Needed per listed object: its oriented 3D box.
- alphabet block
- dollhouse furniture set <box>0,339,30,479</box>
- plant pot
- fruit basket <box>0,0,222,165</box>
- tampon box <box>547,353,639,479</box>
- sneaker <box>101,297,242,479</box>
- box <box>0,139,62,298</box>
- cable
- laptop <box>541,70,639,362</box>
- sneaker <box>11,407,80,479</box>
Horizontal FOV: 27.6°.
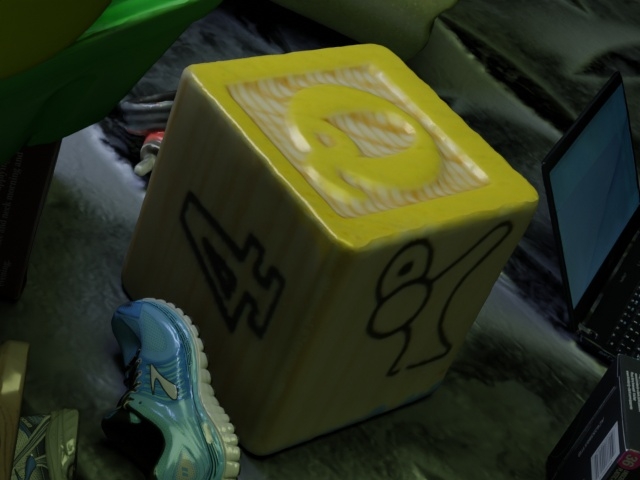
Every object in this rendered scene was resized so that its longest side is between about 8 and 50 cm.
[{"bbox_3d":[0.000,0.000,0.917,0.192,0.197,0.193,-15,50,-41],"label":"alphabet block"},{"bbox_3d":[-0.299,0.072,0.462,0.362,0.256,0.394,9,10,-10],"label":"dollhouse furniture set"},{"bbox_3d":[0.029,-0.320,1.314,0.254,0.276,0.276,32,35,-10],"label":"plant pot"},{"bbox_3d":[-0.213,-0.159,0.614,0.392,0.392,0.283,-25,70,-46],"label":"fruit basket"},{"bbox_3d":[0.255,0.175,0.902,0.161,0.120,0.101,21,36,-4],"label":"tampon box"},{"bbox_3d":[-0.109,0.100,0.846,0.073,0.063,0.162,-4,44,-28],"label":"sneaker"},{"bbox_3d":[-0.279,-0.091,0.899,0.203,0.168,0.167,14,38,-14],"label":"box"},{"bbox_3d":[-0.080,-0.108,1.154,0.139,0.072,0.287,12,22,12],"label":"cable"},{"bbox_3d":[0.314,0.006,1.135,0.264,0.136,0.234,32,37,11],"label":"laptop"},{"bbox_3d":[-0.174,0.153,0.762,0.058,0.052,0.135,5,32,-9],"label":"sneaker"}]
